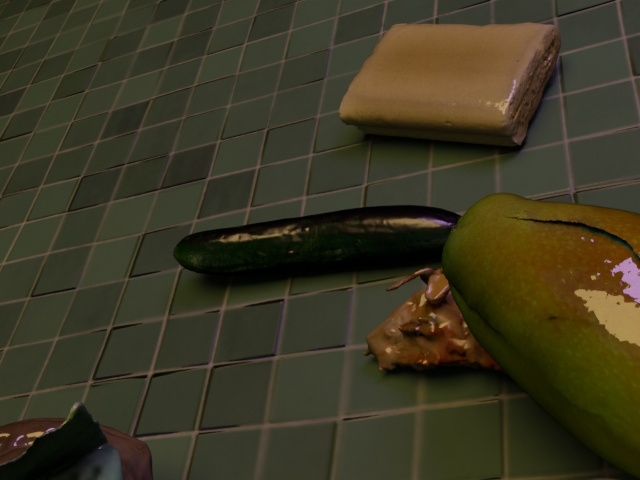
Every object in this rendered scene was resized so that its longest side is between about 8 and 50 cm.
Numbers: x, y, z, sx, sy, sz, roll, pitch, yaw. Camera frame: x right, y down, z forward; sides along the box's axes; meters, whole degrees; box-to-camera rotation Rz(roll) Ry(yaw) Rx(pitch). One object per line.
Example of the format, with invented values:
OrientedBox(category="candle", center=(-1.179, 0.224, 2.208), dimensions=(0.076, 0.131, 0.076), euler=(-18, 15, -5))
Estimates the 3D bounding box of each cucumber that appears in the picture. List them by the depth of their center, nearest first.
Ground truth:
OrientedBox(category="cucumber", center=(0.000, 0.000, 0.741), dimensions=(0.284, 0.056, 0.056), euler=(-4, 47, 21))

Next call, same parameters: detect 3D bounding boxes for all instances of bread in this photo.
OrientedBox(category="bread", center=(0.123, -0.150, 0.810), dimensions=(0.178, 0.060, 0.139), euler=(12, 57, 37))

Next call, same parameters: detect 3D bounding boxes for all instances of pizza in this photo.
OrientedBox(category="pizza", center=(0.142, 0.040, 0.606), dimensions=(0.226, 0.069, 0.147), euler=(8, 56, 36))

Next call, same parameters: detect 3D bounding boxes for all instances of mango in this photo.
OrientedBox(category="mango", center=(0.156, 0.038, 0.493), dimensions=(0.125, 0.111, 0.233), euler=(-36, 45, -1))

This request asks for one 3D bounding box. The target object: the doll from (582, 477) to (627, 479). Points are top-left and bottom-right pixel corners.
OrientedBox(category="doll", center=(0.152, 0.225, 0.342), dimensions=(0.228, 0.154, 0.258), euler=(-11, 18, -33))

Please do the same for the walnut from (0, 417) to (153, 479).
OrientedBox(category="walnut", center=(-0.210, 0.210, 0.573), dimensions=(0.230, 0.178, 0.178), euler=(-37, 41, -9))

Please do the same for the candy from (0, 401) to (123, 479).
OrientedBox(category="candy", center=(-0.104, 0.295, 0.379), dimensions=(0.263, 0.172, 0.398), euler=(-40, 63, -15))
